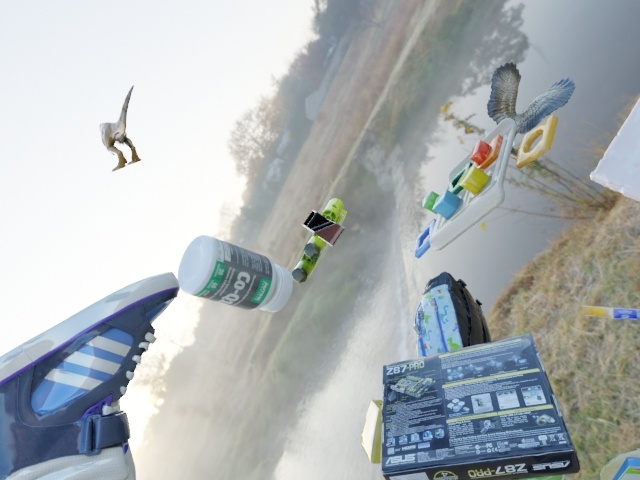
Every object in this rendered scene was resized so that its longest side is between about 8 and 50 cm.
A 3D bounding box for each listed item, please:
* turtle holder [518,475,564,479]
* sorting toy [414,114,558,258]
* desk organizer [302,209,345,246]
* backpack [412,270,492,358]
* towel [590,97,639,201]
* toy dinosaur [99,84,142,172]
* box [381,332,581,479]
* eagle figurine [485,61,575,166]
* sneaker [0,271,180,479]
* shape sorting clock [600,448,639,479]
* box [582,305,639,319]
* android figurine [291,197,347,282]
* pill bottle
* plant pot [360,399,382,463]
[{"bbox_3d":[0.536,0.595,1.258,0.320,0.244,0.227,-75,-23,-66],"label":"turtle holder"},{"bbox_3d":[0.249,-0.101,0.767,0.347,0.047,0.195,-51,12,53],"label":"sorting toy"},{"bbox_3d":[0.004,-0.029,0.969,0.047,0.050,0.130,-56,16,0],"label":"desk organizer"},{"bbox_3d":[0.438,0.329,1.463,0.273,0.290,0.355,-35,31,13],"label":"backpack"},{"bbox_3d":[0.771,-0.188,0.869,0.053,0.332,0.316,-15,-48,-50],"label":"towel"},{"bbox_3d":[-0.357,-0.183,0.785,0.064,0.112,0.212,-33,21,-33],"label":"toy dinosaur"},{"bbox_3d":[0.340,0.397,1.059,0.395,0.097,0.318,-18,30,18],"label":"box"},{"bbox_3d":[0.662,-0.430,1.511,0.225,0.227,0.298,-115,38,-57],"label":"eagle figurine"},{"bbox_3d":[-0.296,0.214,0.640,0.323,0.236,0.130,-34,2,-37],"label":"sneaker"},{"bbox_3d":[0.805,0.573,1.114,0.040,0.206,0.206,-82,17,-51],"label":"shape sorting clock"},{"bbox_3d":[0.704,0.172,1.074,0.136,0.081,0.028,100,173,-83],"label":"box"},{"bbox_3d":[0.000,0.000,1.222,0.248,0.056,0.273,-64,-4,32],"label":"android figurine"},{"bbox_3d":[-0.282,0.126,1.547,0.204,0.361,0.204,-22,57,39],"label":"pill bottle"},{"bbox_3d":[0.282,0.743,1.780,0.212,0.213,0.187,147,124,-83],"label":"plant pot"}]
